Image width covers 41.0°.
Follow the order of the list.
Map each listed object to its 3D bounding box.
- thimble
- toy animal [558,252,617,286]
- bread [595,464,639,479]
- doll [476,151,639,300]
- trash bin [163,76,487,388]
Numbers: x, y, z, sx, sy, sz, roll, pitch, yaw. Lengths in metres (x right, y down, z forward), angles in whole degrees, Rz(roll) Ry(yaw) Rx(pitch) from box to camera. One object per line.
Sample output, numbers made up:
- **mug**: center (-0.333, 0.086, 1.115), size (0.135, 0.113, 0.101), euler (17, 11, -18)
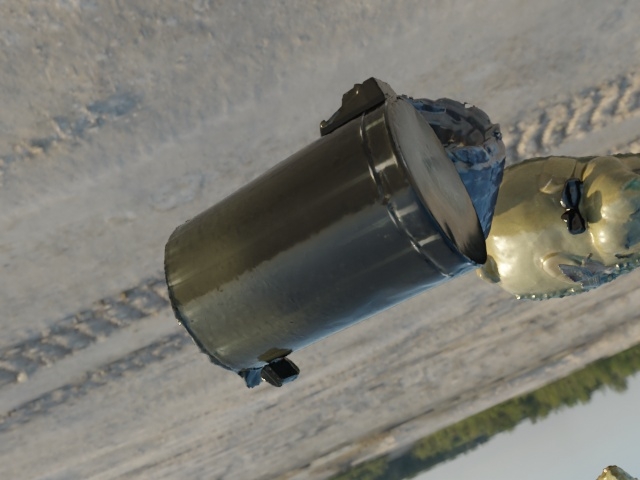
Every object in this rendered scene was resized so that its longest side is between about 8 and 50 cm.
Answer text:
- **thimble**: center (0.122, -0.089, 1.140), size (0.205, 0.237, 0.172), euler (-48, 148, -54)
- **toy animal**: center (0.274, 0.029, 0.869), size (0.050, 0.028, 0.084), euler (-33, 153, 25)
- **bread**: center (0.255, 0.266, 0.760), size (0.154, 0.054, 0.136), euler (40, 127, -24)
- **doll**: center (0.418, -0.031, 1.357), size (0.350, 0.247, 0.247), euler (-9, 172, 24)
- **trash bin**: center (0.000, 0.000, 0.936), size (0.302, 0.252, 0.203), euler (-29, 170, 22)
